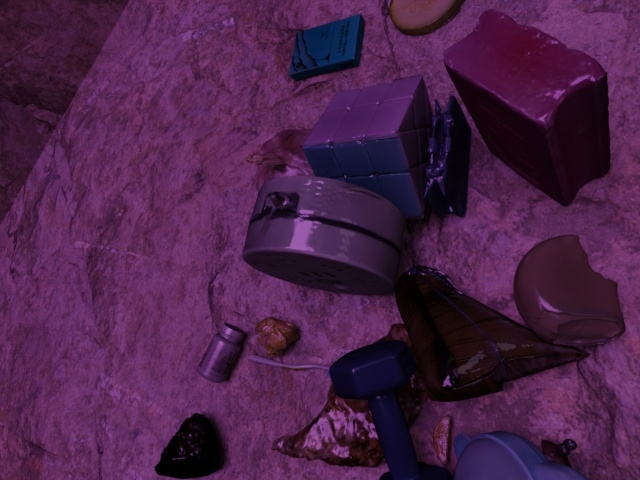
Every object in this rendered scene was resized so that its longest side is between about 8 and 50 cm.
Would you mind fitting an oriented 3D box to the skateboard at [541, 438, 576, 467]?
[{"bbox_3d":[0.404,0.417,0.769,0.080,0.067,0.152,-23,65,32],"label":"skateboard"}]

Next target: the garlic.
[{"bbox_3d":[-0.096,-0.190,1.183,0.244,0.253,0.245,-7,77,31],"label":"garlic"}]

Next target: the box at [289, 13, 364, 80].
[{"bbox_3d":[0.017,-0.583,1.385,0.226,0.042,0.161,-2,70,30],"label":"box"}]

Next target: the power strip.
[{"bbox_3d":[0.000,0.000,0.982,0.357,0.357,0.162,2,71,31],"label":"power strip"}]

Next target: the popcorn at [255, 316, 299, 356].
[{"bbox_3d":[-0.110,0.230,1.124,0.089,0.109,0.097,-40,90,-24],"label":"popcorn"}]

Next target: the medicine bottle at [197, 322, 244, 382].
[{"bbox_3d":[-0.257,0.292,1.195,0.079,0.079,0.140,23,85,35],"label":"medicine bottle"}]

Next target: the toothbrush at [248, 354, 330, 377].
[{"bbox_3d":[-0.069,0.302,1.115,0.262,0.022,0.026,2,61,31],"label":"toothbrush"}]

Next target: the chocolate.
[{"bbox_3d":[-0.317,0.500,1.136,0.156,0.156,0.133,-27,41,20],"label":"chocolate"}]

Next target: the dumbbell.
[{"bbox_3d":[0.133,0.353,0.836,0.159,0.144,0.325,-17,84,-5],"label":"dumbbell"}]

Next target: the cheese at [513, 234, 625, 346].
[{"bbox_3d":[0.441,0.081,0.827,0.175,0.091,0.203,3,59,9],"label":"cheese"}]

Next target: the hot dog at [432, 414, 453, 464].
[{"bbox_3d":[0.237,0.387,0.893,0.034,0.030,0.090,0,71,32],"label":"hot dog"}]

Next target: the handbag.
[{"bbox_3d":[0.275,-0.175,0.995,0.062,0.179,0.229,0,74,30],"label":"handbag"}]

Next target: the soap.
[{"bbox_3d":[0.390,-0.225,0.837,0.128,0.359,0.233,-46,55,12],"label":"soap"}]

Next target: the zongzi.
[{"bbox_3d":[0.319,0.158,0.897,0.299,0.139,0.286,-13,47,0],"label":"zongzi"}]

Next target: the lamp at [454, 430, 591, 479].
[{"bbox_3d":[0.317,0.417,0.719,0.284,0.147,0.210,-21,74,50],"label":"lamp"}]

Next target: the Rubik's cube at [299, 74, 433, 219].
[{"bbox_3d":[0.125,-0.198,1.026,0.224,0.231,0.221,1,48,31],"label":"Rubik's cube"}]

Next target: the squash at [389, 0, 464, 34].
[{"bbox_3d":[0.289,-0.666,1.256,0.219,0.041,0.220,-12,66,27],"label":"squash"}]

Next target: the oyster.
[{"bbox_3d":[0.084,0.362,0.952,0.396,0.111,0.204,-48,58,2],"label":"oyster"}]
